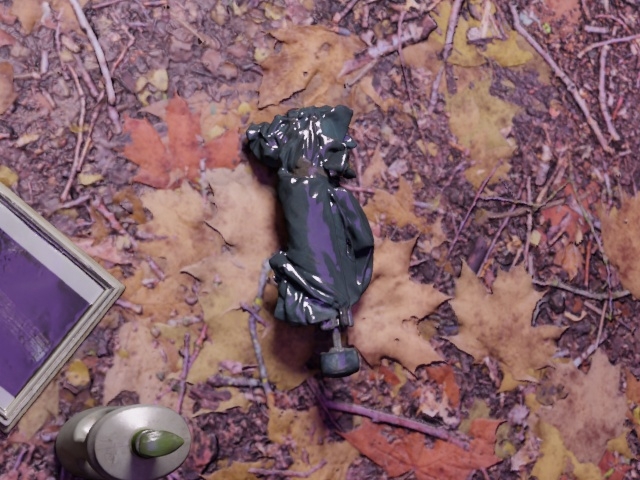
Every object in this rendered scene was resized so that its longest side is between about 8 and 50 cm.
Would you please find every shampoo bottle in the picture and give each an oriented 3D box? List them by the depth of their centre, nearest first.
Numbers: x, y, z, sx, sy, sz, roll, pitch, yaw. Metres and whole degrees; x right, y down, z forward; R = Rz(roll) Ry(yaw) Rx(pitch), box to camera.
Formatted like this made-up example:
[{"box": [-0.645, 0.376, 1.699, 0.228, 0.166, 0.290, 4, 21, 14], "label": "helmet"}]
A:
[{"box": [-0.216, 0.227, 1.591, 0.118, 0.234, 0.087, -4, 84, -23], "label": "shampoo bottle"}]

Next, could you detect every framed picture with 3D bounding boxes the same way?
[{"box": [-0.405, 0.048, 1.655, 0.293, 0.018, 0.231, 41, 71, -13], "label": "framed picture"}]

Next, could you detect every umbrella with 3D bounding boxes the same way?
[{"box": [-0.003, 0.001, 1.782, 0.143, 0.094, 0.349, -9, 81, -4], "label": "umbrella"}]
